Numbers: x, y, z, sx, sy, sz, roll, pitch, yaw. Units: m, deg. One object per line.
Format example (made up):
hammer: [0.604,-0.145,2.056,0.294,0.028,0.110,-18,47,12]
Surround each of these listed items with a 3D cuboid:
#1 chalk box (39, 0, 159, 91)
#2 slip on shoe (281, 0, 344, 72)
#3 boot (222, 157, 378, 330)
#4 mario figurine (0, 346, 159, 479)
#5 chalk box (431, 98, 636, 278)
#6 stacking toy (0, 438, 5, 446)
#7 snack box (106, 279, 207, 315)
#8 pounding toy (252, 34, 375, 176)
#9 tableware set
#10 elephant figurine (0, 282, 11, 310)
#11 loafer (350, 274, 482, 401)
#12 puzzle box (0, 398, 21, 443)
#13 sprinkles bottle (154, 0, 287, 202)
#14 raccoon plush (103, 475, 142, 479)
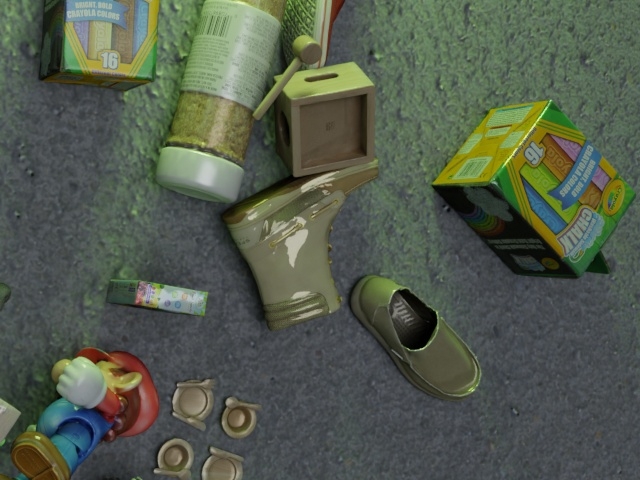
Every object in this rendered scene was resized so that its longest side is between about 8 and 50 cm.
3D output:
chalk box: [-0.297,-0.319,1.645,0.132,0.132,0.213,4,90,-25]
slip on shoe: [0.017,-0.396,1.806,0.101,0.123,0.331,15,79,-28]
boot: [0.000,0.000,1.808,0.262,0.095,0.204,-27,105,-28]
mario figurine: [-0.336,0.223,1.566,0.198,0.320,0.170,-12,105,18]
chalk box: [0.359,-0.058,1.931,0.289,0.180,0.179,44,73,-20]
stacking toy: [-0.471,0.314,1.545,0.052,0.167,0.221,34,75,-9]
snack box: [-0.226,0.078,1.674,0.100,0.141,0.037,10,85,-25]
pounding toy: [-0.022,-0.205,1.732,0.181,0.094,0.206,-12,125,-16]
tableware set: [-0.163,0.288,1.771,0.141,0.020,0.169,19,83,-24]
elephant figurine: [-0.544,0.074,1.537,0.169,0.186,0.239,27,61,20]
loafer: [0.157,0.158,1.882,0.268,0.092,0.102,42,74,-20]
puzzle box: [-0.539,0.339,1.443,0.052,0.272,0.409,43,69,-31]
sprinkles bottle: [-0.133,-0.236,1.728,0.121,0.121,0.356,18,83,-24]
raccoon plush: [-0.330,0.485,1.546,0.446,0.216,0.299,-15,92,-48]
